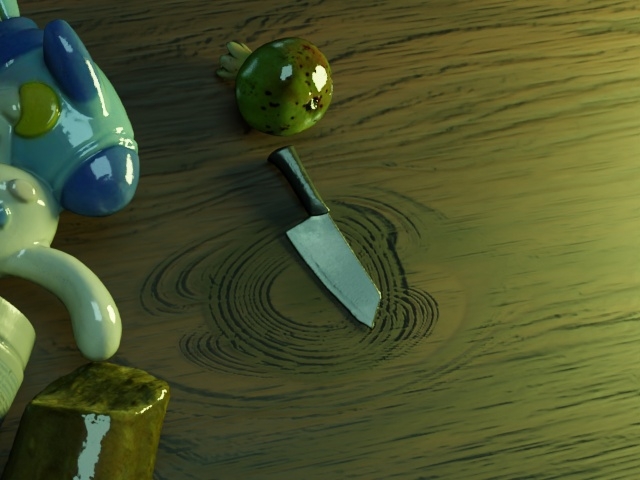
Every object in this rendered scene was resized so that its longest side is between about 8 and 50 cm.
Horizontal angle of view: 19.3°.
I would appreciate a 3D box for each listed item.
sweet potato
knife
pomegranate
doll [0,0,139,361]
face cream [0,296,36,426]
[{"bbox_3d":[-0.254,0.278,1.800,0.158,0.158,0.369,20,72,-4],"label":"sweet potato"},{"bbox_3d":[0.000,0.000,2.069,0.060,0.028,0.230,-29,77,-12],"label":"knife"},{"bbox_3d":[-0.054,-0.179,2.101,0.142,0.114,0.114,31,58,32],"label":"pomegranate"},{"bbox_3d":[-0.322,-0.097,1.939,0.376,0.187,0.365,31,67,-16],"label":"doll"},{"bbox_3d":[-0.382,0.129,1.819,0.177,0.177,0.153,22,62,-3],"label":"face cream"}]
